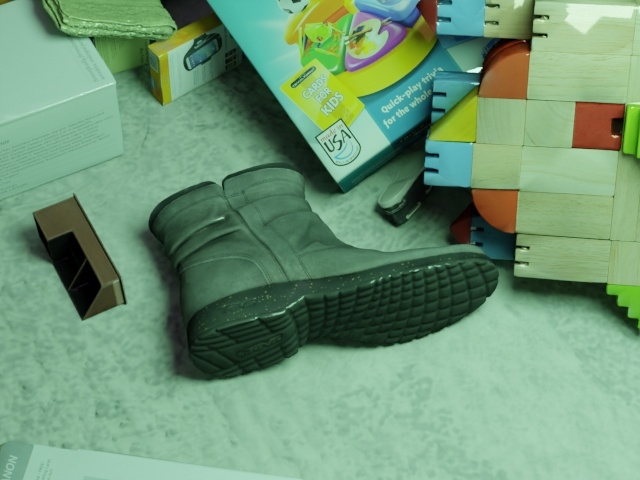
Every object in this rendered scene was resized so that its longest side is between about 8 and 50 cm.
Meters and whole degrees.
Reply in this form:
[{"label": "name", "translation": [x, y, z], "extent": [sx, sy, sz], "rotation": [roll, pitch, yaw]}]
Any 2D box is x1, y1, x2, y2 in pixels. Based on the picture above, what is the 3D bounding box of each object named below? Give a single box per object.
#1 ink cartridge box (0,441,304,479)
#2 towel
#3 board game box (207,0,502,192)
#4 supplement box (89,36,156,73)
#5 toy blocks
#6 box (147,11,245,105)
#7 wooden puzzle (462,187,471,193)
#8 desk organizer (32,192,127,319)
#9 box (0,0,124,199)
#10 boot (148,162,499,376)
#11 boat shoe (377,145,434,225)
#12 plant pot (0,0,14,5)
[{"label": "ink cartridge box", "translation": [-0.169, 0.339, 1.020], "extent": [0.271, 0.130, 0.309], "rotation": [8, 52, 6]}, {"label": "towel", "translation": [-0.246, -0.268, 1.423], "extent": [0.148, 0.027, 0.110], "rotation": [-5, 47, -32]}, {"label": "board game box", "translation": [0.030, -0.264, 1.404], "extent": [0.253, 0.079, 0.336], "rotation": [-36, 79, 3]}, {"label": "supplement box", "translation": [-0.247, -0.252, 1.506], "extent": [0.083, 0.083, 0.056], "rotation": [-18, 56, -15]}, {"label": "toy blocks", "translation": [0.221, -0.111, 1.278], "extent": [0.260, 0.381, 0.191], "rotation": [4, 22, 8]}, {"label": "box", "translation": [-0.142, -0.225, 1.492], "extent": [0.136, 0.081, 0.028], "rotation": [-34, 60, -26]}, {"label": "wooden puzzle", "translation": [0.203, -0.073, 1.431], "extent": [0.116, 0.014, 0.078], "rotation": [27, 56, 17]}, {"label": "desk organizer", "translation": [-0.255, 0.017, 1.320], "extent": [0.050, 0.047, 0.130], "rotation": [-24, 57, -17]}, {"label": "box", "translation": [-0.341, -0.165, 1.412], "extent": [0.182, 0.119, 0.181], "rotation": [-23, 57, -19]}, {"label": "boot", "translation": [0.000, 0.000, 1.305], "extent": [0.338, 0.118, 0.223], "rotation": [-8, 49, -12]}, {"label": "boat shoe", "translation": [0.110, -0.066, 1.407], "extent": [0.046, 0.038, 0.125], "rotation": [-12, 30, 44]}, {"label": "plant pot", "translation": [-0.426, -0.324, 1.490], "extent": [0.205, 0.205, 0.188], "rotation": [-29, 69, -23]}]
